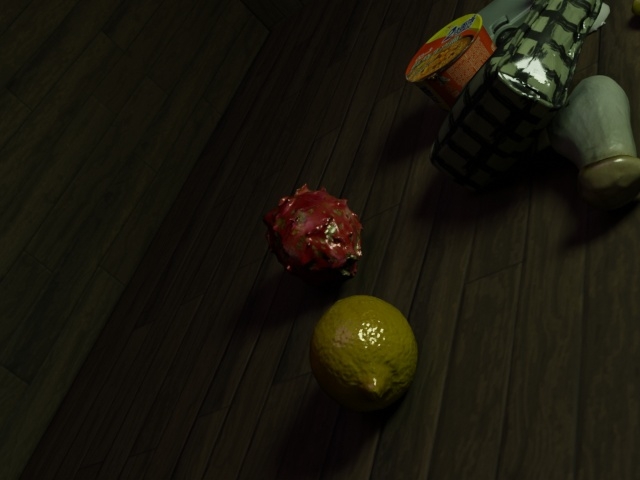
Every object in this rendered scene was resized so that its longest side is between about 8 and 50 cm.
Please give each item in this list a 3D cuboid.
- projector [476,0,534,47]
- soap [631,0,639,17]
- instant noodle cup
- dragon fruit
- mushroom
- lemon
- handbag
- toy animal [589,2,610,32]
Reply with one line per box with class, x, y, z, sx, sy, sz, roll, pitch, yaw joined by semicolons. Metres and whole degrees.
projector;0.493;-0.532;1.914;0.256;0.099;0.192;-36;25;22
soap;0.670;-0.483;1.603;0.140;0.045;0.089;-44;21;9
instant noodle cup;0.322;-0.369;1.845;0.213;0.174;0.213;-37;24;20
dragon fruit;0.000;0.000;1.793;0.205;0.210;0.268;-35;40;-15
mushroom;0.462;-0.157;1.384;0.329;0.122;0.159;-81;3;-53
lemon;0.071;0.185;1.380;0.187;0.187;0.244;-42;21;10
handbag;0.373;-0.298;1.565;0.327;0.162;0.325;-55;-1;-28
toy animal;0.503;-0.524;1.735;0.131;0.221;0.104;-40;29;12
